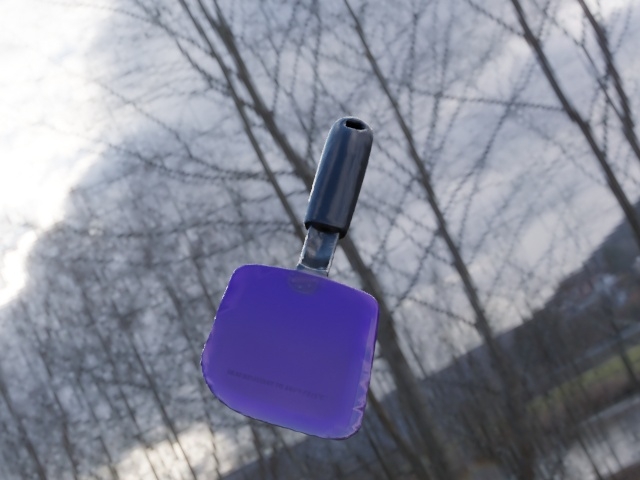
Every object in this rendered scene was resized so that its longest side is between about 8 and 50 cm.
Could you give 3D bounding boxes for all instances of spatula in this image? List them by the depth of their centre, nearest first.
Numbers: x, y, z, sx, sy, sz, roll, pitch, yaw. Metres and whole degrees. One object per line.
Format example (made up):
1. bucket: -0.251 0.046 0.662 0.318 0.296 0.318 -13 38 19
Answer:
1. spatula: 0.000 0.000 0.685 0.296 0.084 0.030 -75 0 -58
